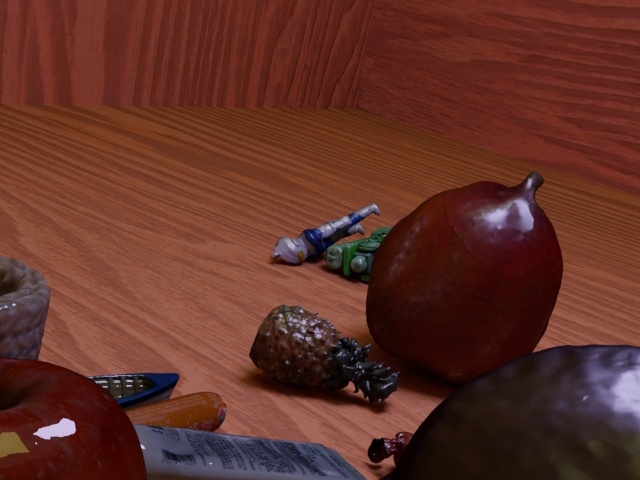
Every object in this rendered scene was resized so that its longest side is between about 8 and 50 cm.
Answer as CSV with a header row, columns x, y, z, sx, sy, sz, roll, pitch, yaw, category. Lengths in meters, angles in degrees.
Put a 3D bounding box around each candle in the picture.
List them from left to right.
x,y,z,sx,sy,sz,roll,pitch,yaw,category
0.218,0.256,1.460,0.329,0.048,0.051,4,42,-19,candle

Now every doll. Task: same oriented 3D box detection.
x,y,z,sx,sy,sz,roll,pitch,yaw,category
0.000,0.000,2.232,0.227,0.057,0.114,-20,-14,-31,doll

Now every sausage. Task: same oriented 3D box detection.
x,y,z,sx,sy,sz,roll,pitch,yaw,category
-0.221,0.212,1.322,0.053,0.053,0.348,21,18,36,sausage

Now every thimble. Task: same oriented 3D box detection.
x,y,z,sx,sy,sz,roll,pitch,yaw,category
-0.430,0.105,1.423,0.196,0.148,0.229,19,19,24,thimble

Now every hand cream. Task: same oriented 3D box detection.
x,y,z,sx,sy,sz,roll,pitch,yaw,category
-0.101,0.242,1.302,0.341,0.077,0.124,10,11,-32,hand cream

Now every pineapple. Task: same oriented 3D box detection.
x,y,z,sx,sy,sz,roll,pitch,yaw,category
0.010,0.158,1.613,0.198,0.108,0.108,24,17,13,pineapple

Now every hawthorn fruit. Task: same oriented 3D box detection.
x,y,z,sx,sy,sz,roll,pitch,yaw,category
0.208,0.063,1.742,0.295,0.295,0.311,2,-26,-27,hawthorn fruit

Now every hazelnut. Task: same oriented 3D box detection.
x,y,z,sx,sy,sz,roll,pitch,yaw,category
0.244,0.262,0.890,0.421,0.352,0.421,7,-12,2,hazelnut

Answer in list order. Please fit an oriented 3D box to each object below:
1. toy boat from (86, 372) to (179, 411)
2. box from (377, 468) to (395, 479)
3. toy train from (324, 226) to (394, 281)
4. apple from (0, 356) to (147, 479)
x,y,z,sx,sy,sz,roll,pitch,yaw,category
-0.262,0.184,1.417,0.229,0.046,0.080,-2,18,-40,toy boat
0.144,0.299,1.207,0.224,0.069,0.120,16,15,29,box
0.107,0.019,2.242,0.119,0.085,0.251,6,11,34,toy train
-0.273,0.209,0.974,0.260,0.216,0.260,8,16,-2,apple
